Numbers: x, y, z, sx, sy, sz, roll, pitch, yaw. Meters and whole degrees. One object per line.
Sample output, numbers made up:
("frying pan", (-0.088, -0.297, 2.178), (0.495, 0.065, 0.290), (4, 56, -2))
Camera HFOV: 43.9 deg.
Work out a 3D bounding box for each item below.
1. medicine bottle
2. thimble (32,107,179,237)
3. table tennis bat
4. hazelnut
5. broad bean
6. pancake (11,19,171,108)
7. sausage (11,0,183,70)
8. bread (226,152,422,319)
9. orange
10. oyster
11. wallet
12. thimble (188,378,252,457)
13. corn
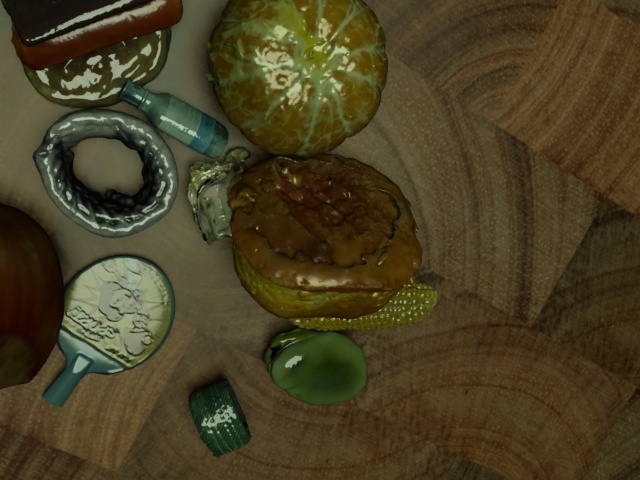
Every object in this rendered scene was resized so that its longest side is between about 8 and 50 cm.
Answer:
("medicine bottle", (-0.267, -0.225, 1.449), (0.208, 0.090, 0.054), (28, 123, -23))
("thimble", (-0.379, -0.126, 1.412), (0.245, 0.157, 0.217), (26, 91, -19))
("table tennis bat", (-0.417, 0.177, 1.522), (0.215, 0.044, 0.329), (37, 88, -19))
("hazelnut", (-0.614, 0.098, 1.321), (0.366, 0.366, 0.366), (-3, 101, -14))
("broad bean", (-0.008, 0.253, 1.619), (0.228, 0.100, 0.169), (37, 98, -30))
("pancake", (-0.408, -0.382, 1.409), (0.294, 0.049, 0.294), (-3, 102, -16))
("sausage", (-0.375, -0.371, 1.351), (0.300, 0.083, 0.089), (-22, 124, -8))
("bread", (-0.003, -0.001, 1.449), (0.358, 0.337, 0.204), (4, 133, -18))
("orange", (-0.039, -0.313, 1.416), (0.329, 0.249, 0.329), (-5, 103, -22))
("oyster", (-0.191, -0.093, 1.519), (0.191, 0.081, 0.163), (-50, 133, -17))
("wallet", (-0.404, -0.410, 1.301), (0.229, 0.182, 0.049), (-27, 146, -10))
("thimble", (-0.199, 0.348, 1.571), (0.090, 0.118, 0.135), (-24, 121, -4))
("corn", (0.065, 0.119, 1.592), (0.347, 0.130, 0.130), (4, 100, -19))
